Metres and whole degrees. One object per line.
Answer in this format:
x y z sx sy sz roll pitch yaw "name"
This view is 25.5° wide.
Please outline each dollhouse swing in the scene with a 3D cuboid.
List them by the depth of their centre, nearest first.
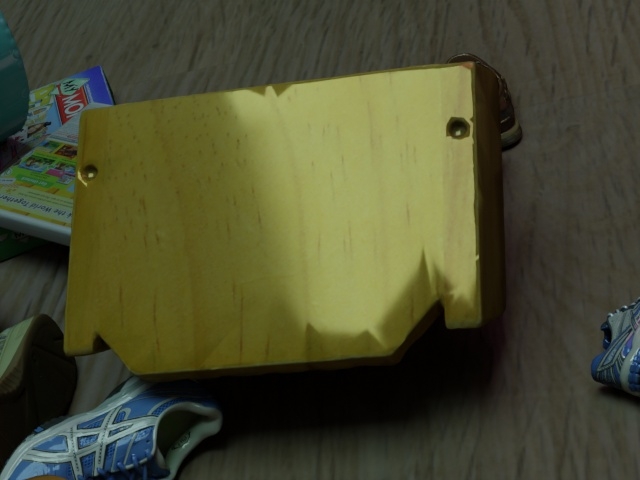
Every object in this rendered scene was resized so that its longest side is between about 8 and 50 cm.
0.000 0.000 1.269 0.347 0.305 0.315 -6 69 16 "dollhouse swing"

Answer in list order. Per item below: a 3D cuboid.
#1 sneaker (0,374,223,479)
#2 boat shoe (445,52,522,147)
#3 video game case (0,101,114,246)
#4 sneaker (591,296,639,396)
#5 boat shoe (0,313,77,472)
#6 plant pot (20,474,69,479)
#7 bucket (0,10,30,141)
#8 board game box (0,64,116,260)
-0.169 0.172 1.120 0.211 0.080 0.081 -38 34 -27 "sneaker"
0.166 -0.160 1.475 0.064 0.060 0.178 -18 32 1 "boat shoe"
-0.230 -0.069 1.491 0.227 0.026 0.206 14 45 36 "video game case"
0.248 0.065 1.101 0.058 0.052 0.135 2 36 36 "sneaker"
-0.286 0.164 1.186 0.089 0.104 0.285 -19 19 16 "boat shoe"
-0.231 0.254 0.940 0.205 0.205 0.188 11 27 38 "plant pot"
-0.470 -0.189 1.576 0.183 0.281 0.281 -33 34 -31 "bucket"
-0.328 -0.090 1.638 0.214 0.046 0.317 -22 32 -4 "board game box"
